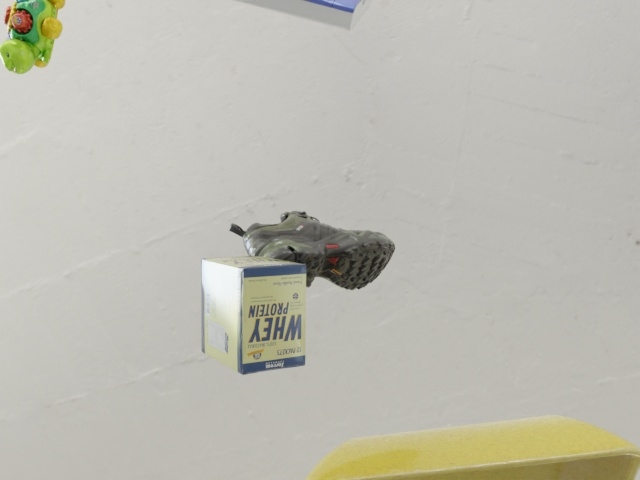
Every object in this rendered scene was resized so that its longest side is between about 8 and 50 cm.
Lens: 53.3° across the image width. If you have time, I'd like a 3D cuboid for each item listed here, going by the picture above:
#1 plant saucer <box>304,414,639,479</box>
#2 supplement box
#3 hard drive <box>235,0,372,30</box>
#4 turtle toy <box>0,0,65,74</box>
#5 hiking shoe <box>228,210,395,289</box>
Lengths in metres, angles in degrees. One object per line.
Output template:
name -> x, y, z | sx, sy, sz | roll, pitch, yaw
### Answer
plant saucer -> 0.159, 0.310, 0.737 | 0.333, 0.081, 0.332 | -7, -49, 3
supplement box -> -0.056, 0.057, 0.521 | 0.083, 0.056, 0.083 | 7, -82, 57
hard drive -> -0.088, -0.393, 0.961 | 0.319, 0.210, 0.040 | 16, -58, 4
turtle toy -> -0.382, -0.274, 0.840 | 0.095, 0.066, 0.130 | -32, -126, 49
hiking shoe -> 0.000, 0.000, 0.802 | 0.114, 0.227, 0.086 | 49, -59, 33
